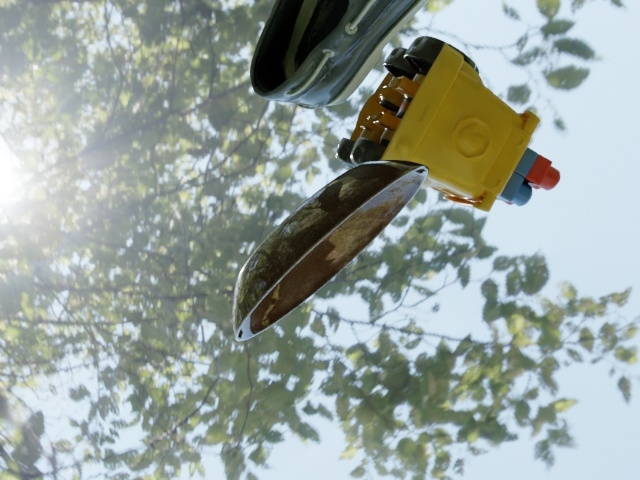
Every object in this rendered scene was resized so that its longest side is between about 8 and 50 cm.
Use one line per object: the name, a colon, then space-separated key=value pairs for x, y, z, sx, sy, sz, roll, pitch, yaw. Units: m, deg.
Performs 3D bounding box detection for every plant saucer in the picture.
plant saucer: x=0.000 y=0.000 z=0.655 sx=0.199 sy=0.198 sz=0.036 roll=-37 pitch=-101 yaw=-22

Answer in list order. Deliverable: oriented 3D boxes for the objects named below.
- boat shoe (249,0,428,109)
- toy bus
boat shoe: x=0.029 y=-0.240 z=0.749 sx=0.099 sy=0.319 sz=0.116 roll=-13 pitch=-119 yaw=-38
toy bus: x=0.145 y=-0.105 z=0.917 sx=0.211 sy=0.220 sz=0.149 roll=27 pitch=-88 yaw=-12
